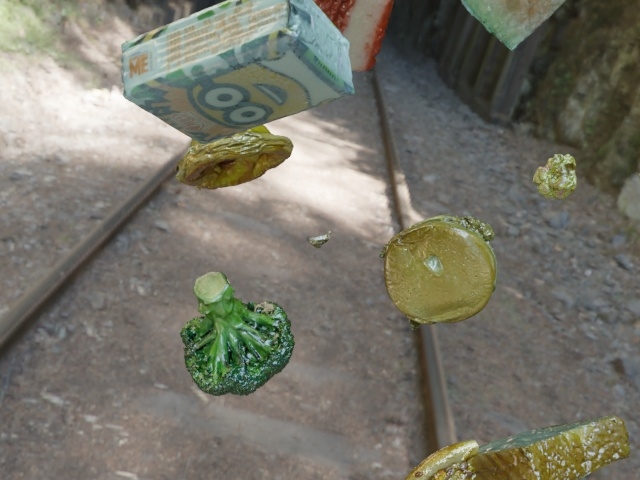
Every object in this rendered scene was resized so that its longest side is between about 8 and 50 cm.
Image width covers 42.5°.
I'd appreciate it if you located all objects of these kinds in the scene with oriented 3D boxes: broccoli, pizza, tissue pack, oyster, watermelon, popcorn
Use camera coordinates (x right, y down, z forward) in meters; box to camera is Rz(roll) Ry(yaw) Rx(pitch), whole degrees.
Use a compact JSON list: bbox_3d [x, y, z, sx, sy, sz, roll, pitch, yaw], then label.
[{"bbox_3d":[-0.204,0.222,1.918,0.297,0.297,0.297,-12,42,11],"label":"broccoli"},{"bbox_3d":[0.194,0.447,1.446,0.127,0.246,0.058,45,5,-35],"label":"pizza"},{"bbox_3d":[-0.128,-0.274,1.314,0.311,0.128,0.228,-14,-20,22],"label":"tissue pack"},{"bbox_3d":[-0.002,0.001,2.106,0.093,0.034,0.051,-25,3,-42],"label":"oyster"},{"bbox_3d":[0.350,-0.497,1.362,0.264,0.302,0.151,47,20,-25],"label":"watermelon"},{"bbox_3d":[0.545,-0.146,1.881,0.097,0.089,0.109,42,51,-6],"label":"popcorn"}]

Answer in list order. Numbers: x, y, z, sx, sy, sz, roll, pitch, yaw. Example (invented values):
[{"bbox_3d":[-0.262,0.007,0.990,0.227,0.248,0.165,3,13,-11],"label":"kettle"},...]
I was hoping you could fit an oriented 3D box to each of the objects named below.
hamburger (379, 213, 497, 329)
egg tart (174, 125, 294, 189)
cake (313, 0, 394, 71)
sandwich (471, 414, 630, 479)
[{"bbox_3d":[0.214,0.044,1.420,0.189,0.215,0.122,59,27,-9],"label":"hamburger"},{"bbox_3d":[-0.206,-0.209,1.901,0.295,0.116,0.295,-18,-11,-3],"label":"egg tart"},{"bbox_3d":[0.004,-0.583,1.961,0.319,0.269,0.270,12,41,-10],"label":"cake"},{"bbox_3d":[0.398,0.415,1.567,0.301,0.099,0.271,-6,-11,-38],"label":"sandwich"}]
